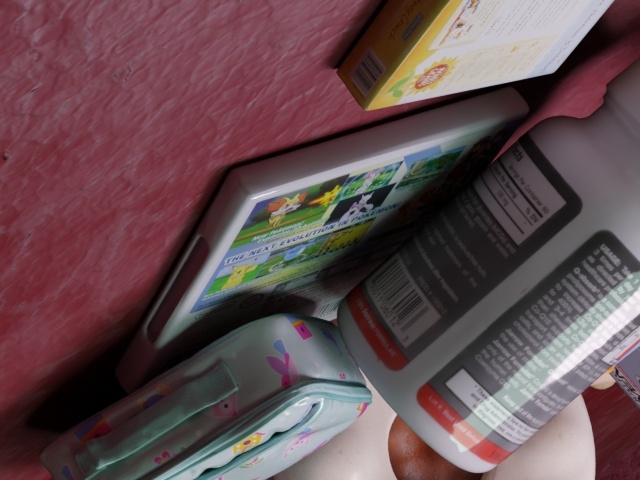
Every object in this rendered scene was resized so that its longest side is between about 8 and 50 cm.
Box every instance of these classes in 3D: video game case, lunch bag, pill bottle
[{"bbox_3d":[0.000,0.000,1.573,0.329,0.036,0.300,-19,155,-38],"label":"video game case"},{"bbox_3d":[-0.104,0.173,1.591,0.279,0.108,0.224,-33,166,12],"label":"lunch bag"},{"bbox_3d":[0.209,0.021,1.593,0.363,0.210,0.210,-42,160,10],"label":"pill bottle"}]

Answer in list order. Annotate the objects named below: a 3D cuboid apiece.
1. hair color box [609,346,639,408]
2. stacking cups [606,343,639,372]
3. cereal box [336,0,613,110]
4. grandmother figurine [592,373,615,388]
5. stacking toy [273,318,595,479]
[{"bbox_3d":[0.489,0.097,2.148,0.185,0.113,0.374,-41,180,-16],"label":"hair color box"},{"bbox_3d":[0.331,0.098,2.055,0.316,0.096,0.096,-41,161,26],"label":"stacking cups"},{"bbox_3d":[0.144,-0.184,1.361,0.240,0.047,0.173,-16,153,-45],"label":"cereal box"},{"bbox_3d":[0.339,0.178,2.465,0.342,0.104,0.208,-13,142,-54],"label":"grandmother figurine"},{"bbox_3d":[0.063,0.266,1.987,0.351,0.350,0.480,-27,174,-22],"label":"stacking toy"}]
